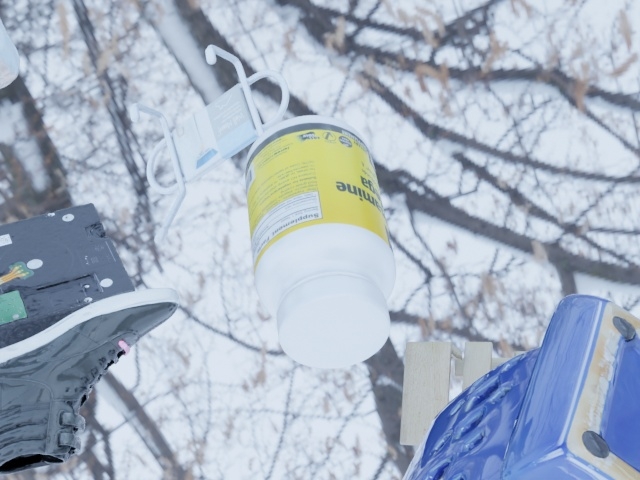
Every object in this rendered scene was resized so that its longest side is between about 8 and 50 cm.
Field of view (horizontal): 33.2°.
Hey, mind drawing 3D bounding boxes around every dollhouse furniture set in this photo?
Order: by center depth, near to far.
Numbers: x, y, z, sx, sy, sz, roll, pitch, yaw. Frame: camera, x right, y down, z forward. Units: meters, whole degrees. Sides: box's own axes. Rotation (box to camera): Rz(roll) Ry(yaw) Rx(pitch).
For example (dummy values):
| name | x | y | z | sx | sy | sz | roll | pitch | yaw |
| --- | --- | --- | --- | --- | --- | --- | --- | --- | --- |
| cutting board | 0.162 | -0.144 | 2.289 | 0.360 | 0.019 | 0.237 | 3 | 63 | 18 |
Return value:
| name | x | y | z | sx | sy | sz | roll | pitch | yaw |
| --- | --- | --- | --- | --- | --- | --- | --- | --- | --- |
| dollhouse furniture set | 0.195 | 0.199 | 1.317 | 0.144 | 0.151 | 0.123 | -3 | -107 | 26 |

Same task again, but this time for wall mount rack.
| name | x | y | z | sx | sy | sz | roll | pitch | yaw |
| --- | --- | --- | --- | --- | --- | --- | --- | --- | --- |
| wall mount rack | -0.209 | -0.162 | 1.904 | 0.350 | 0.130 | 0.304 | -32 | -117 | 27 |

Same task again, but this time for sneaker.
| name | x | y | z | sx | sy | sz | roll | pitch | yaw |
| --- | --- | --- | --- | --- | --- | --- | --- | --- | --- |
| sneaker | -0.277 | 0.169 | 1.240 | 0.295 | 0.104 | 0.147 | -26 | -108 | -12 |

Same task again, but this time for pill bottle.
| name | x | y | z | sx | sy | sz | roll | pitch | yaw |
| --- | --- | --- | --- | --- | --- | --- | --- | --- | --- |
| pill bottle | 0.000 | 0.000 | 1.449 | 0.187 | 0.188 | 0.334 | -18 | -135 | 9 |

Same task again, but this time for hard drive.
| name | x | y | z | sx | sy | sz | roll | pitch | yaw |
| --- | --- | --- | --- | --- | --- | --- | --- | --- | --- |
| hard drive | -0.457 | 0.070 | 1.544 | 0.338 | 0.064 | 0.237 | -16 | -140 | -20 |

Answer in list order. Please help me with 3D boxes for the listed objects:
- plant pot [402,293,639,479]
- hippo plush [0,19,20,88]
| name | x | y | z | sx | sy | sz | roll | pitch | yaw |
| --- | --- | --- | --- | --- | --- | --- | --- | --- | --- |
| plant pot | 0.189 | 0.191 | 0.726 | 0.236 | 0.212 | 0.236 | 34 | -143 | 2 |
| hippo plush | -0.513 | -0.294 | 1.397 | 0.294 | 0.234 | 0.236 | -43 | -176 | 2 |
